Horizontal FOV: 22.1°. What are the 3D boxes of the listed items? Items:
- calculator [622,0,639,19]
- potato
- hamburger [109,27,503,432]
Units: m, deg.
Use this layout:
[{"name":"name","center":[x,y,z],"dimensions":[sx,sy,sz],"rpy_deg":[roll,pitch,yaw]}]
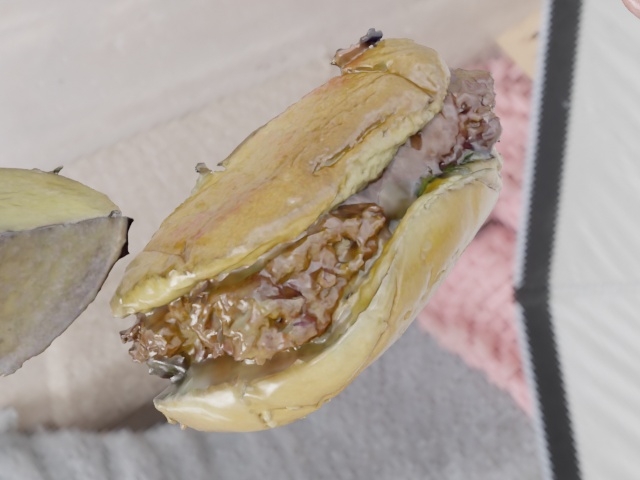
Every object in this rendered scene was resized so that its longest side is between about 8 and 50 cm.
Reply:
[{"name":"calculator","center":[0.287,-0.154,0.614],"dimensions":[0.329,0.220,0.048],"rpy_deg":[-36,120,-5]},{"name":"potato","center":[-0.249,0.032,1.015],"dimensions":[0.243,0.098,0.138],"rpy_deg":[-6,120,-33]},{"name":"hamburger","center":[0.000,0.000,1.083],"dimensions":[0.282,0.155,0.245],"rpy_deg":[-31,-159,16]}]
